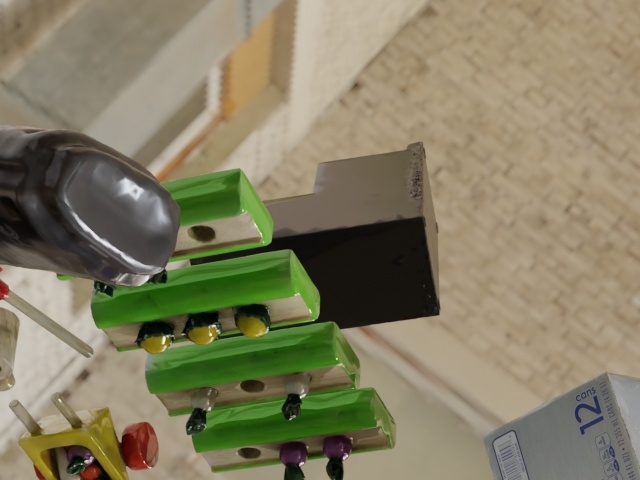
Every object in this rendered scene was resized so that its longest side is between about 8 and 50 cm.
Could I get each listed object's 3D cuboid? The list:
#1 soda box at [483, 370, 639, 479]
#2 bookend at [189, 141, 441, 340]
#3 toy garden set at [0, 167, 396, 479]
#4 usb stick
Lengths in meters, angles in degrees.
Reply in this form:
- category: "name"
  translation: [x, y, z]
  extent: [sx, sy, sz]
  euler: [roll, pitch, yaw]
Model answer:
- category: "soda box"
  translation: [0.180, 0.216, 0.917]
  extent: [0.091, 0.286, 0.098]
  euler: [-33, -30, 34]
- category: "bookend"
  translation: [0.000, 0.000, 1.237]
  extent: [0.157, 0.156, 0.072]
  euler: [-8, -69, 6]
- category: "toy garden set"
  translation: [-0.092, 0.070, 0.931]
  extent: [0.204, 0.049, 0.244]
  euler: [-10, -37, 17]
- category: "usb stick"
  translation: [-0.166, -0.024, 0.694]
  extent: [0.278, 0.045, 0.077]
  euler: [8, -22, 43]
